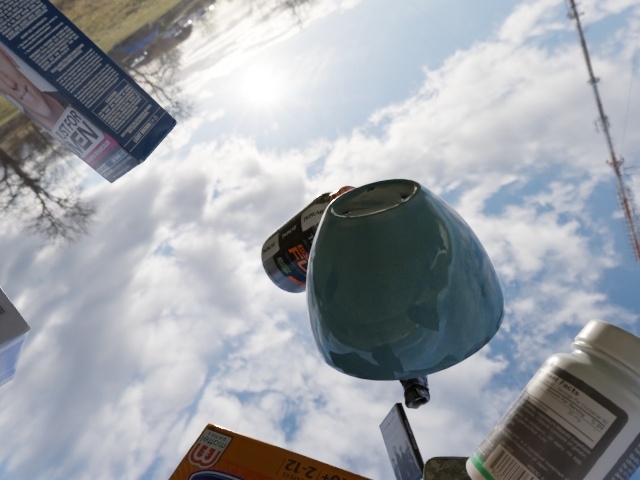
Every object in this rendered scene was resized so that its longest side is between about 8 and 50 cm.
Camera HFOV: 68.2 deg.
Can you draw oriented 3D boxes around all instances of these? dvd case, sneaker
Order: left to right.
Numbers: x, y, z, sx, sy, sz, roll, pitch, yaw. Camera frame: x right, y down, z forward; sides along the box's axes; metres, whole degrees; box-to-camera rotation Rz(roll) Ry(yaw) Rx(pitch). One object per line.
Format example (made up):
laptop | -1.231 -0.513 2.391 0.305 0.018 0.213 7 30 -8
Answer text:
dvd case | 0.274 0.701 1.602 0.029 0.179 0.239 1 -135 -19
sneaker | 0.276 0.449 1.558 0.086 0.226 0.163 -44 -168 24

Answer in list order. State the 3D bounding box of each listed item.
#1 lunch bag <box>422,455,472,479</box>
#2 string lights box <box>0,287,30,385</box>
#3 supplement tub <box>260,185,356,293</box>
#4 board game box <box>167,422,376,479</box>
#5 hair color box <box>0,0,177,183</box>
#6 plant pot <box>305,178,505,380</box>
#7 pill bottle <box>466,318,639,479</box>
lunch bag | 0.410 0.708 1.245 0.304 0.256 0.213 -4 -133 10
string lights box | -0.487 0.130 0.654 0.076 0.133 0.259 -36 177 -45
supplement tub | 0.000 0.000 1.322 0.338 0.207 0.207 -36 -156 42
board game box | -0.069 0.558 0.672 0.356 0.357 0.356 5 -143 27
hair color box | -0.417 -0.255 0.741 0.173 0.347 0.105 -10 -137 50
plant pot | 0.100 0.026 0.681 0.290 0.196 0.290 -15 -157 6
pill bottle | 0.443 0.331 0.826 0.361 0.204 0.204 -50 -149 -2
